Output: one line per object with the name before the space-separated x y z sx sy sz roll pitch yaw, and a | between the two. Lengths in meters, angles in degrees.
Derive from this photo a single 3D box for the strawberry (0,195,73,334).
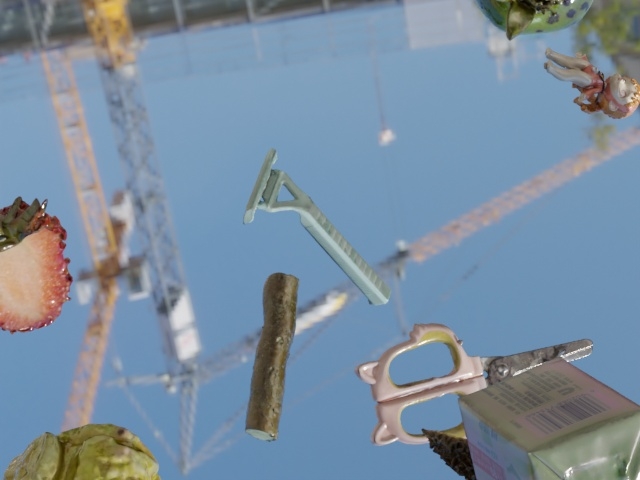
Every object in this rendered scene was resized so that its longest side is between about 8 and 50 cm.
strawberry | -0.384 0.034 1.656 0.167 0.208 0.087 -27 -120 -26

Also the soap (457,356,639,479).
soap | 0.251 0.244 1.424 0.138 0.182 0.199 -19 -165 -12

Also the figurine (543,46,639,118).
figurine | 0.251 -0.149 1.304 0.047 0.109 0.064 -39 -143 47

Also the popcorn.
popcorn | -0.248 0.283 1.465 0.186 0.167 0.187 -9 164 -9

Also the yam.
yam | -0.074 0.176 2.102 0.061 0.252 0.061 7 164 2

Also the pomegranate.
pomegranate | 0.214 -0.286 1.465 0.156 0.156 0.220 4 -157 29

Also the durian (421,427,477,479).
durian | 0.172 0.233 1.541 0.130 0.052 0.066 16 -146 11

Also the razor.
razor | 0.009 -0.002 1.910 0.056 0.278 0.111 -19 -139 41

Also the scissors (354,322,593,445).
scissors | 0.197 0.163 1.689 0.318 0.160 0.024 -13 179 -19
